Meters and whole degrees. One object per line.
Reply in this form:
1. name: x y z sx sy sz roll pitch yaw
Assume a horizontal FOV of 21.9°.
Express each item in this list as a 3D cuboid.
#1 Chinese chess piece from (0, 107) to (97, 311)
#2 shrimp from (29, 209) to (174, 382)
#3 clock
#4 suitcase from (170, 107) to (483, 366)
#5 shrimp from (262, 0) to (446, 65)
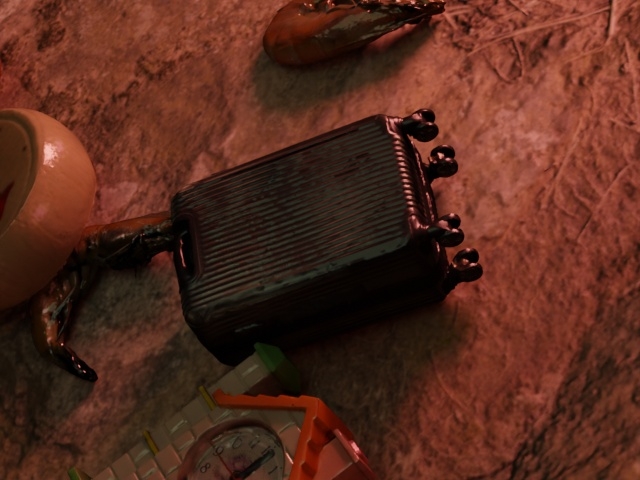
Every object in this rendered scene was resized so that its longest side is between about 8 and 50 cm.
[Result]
1. Chinese chess piece: -0.376 -0.035 1.946 0.250 0.103 0.249 -25 47 30
2. shrimp: -0.223 0.060 1.873 0.262 0.051 0.198 -16 61 23
3. clock: -0.090 0.245 1.636 0.255 0.106 0.220 -39 50 0
4. suitcase: 0.000 0.000 1.730 0.312 0.128 0.202 -19 52 11
5. shrimp: 0.038 -0.268 1.949 0.236 0.053 0.133 -12 35 26
